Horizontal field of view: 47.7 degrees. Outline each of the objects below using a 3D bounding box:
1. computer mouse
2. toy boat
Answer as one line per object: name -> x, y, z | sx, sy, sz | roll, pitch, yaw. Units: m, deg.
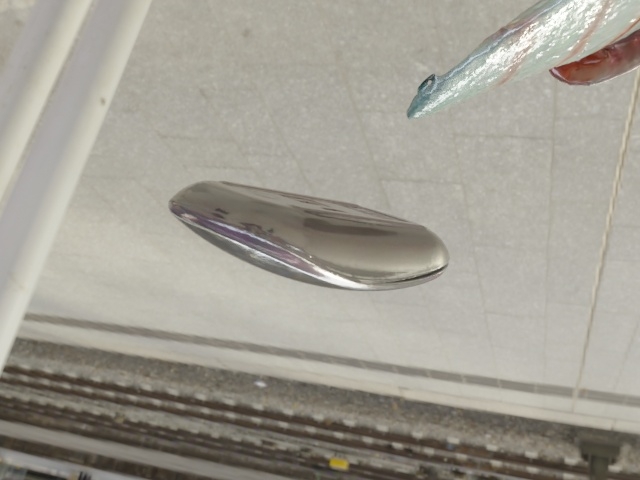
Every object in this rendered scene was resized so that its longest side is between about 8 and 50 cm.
computer mouse -> -0.001, 0.001, 0.514 | 0.120, 0.057, 0.232 | 21, -171, 38
toy boat -> 0.189, -0.166, 0.545 | 0.282, 0.096, 0.206 | -24, 172, -24
